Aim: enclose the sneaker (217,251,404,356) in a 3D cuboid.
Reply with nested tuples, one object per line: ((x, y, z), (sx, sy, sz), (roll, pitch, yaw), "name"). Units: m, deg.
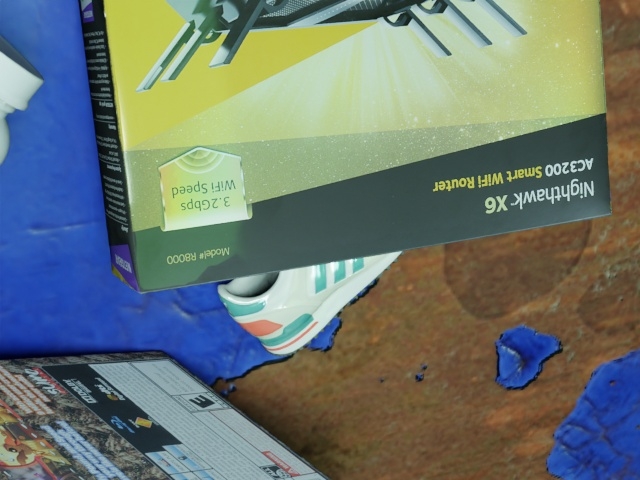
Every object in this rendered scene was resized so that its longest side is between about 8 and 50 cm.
((0.000, 0.000, 0.814), (0.161, 0.057, 0.075), (-47, 126, 3), "sneaker")

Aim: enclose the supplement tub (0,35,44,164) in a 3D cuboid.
((-0.254, -0.047, 0.634), (0.144, 0.144, 0.199), (40, 92, -31), "supplement tub")

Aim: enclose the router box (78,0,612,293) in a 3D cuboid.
((0.017, -0.114, 0.734), (0.309, 0.081, 0.242), (-10, 101, -20), "router box")

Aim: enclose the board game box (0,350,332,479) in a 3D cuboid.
((-0.149, 0.177, 0.672), (0.291, 0.232, 0.141), (2, 111, -46), "board game box")
